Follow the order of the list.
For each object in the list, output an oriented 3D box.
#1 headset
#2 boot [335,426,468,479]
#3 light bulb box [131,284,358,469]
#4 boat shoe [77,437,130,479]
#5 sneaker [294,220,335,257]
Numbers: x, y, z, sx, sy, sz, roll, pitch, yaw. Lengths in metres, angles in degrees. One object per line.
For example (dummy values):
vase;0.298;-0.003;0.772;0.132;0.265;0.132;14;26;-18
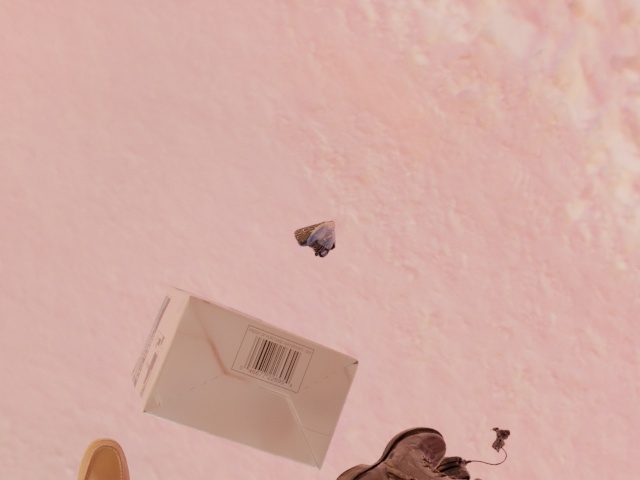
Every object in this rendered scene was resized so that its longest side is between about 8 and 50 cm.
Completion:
headset;0.436;0.729;2.018;0.394;0.243;0.185;-37;150;-30
boot;0.169;0.355;0.963;0.263;0.229;0.091;-17;97;-43
light bulb box;-0.170;0.262;1.369;0.358;0.361;0.225;24;82;-17
boat shoe;-0.499;0.633;1.552;0.122;0.110;0.340;2;80;-20
sneaker;0.000;0.000;1.415;0.064;0.162;0.073;-16;89;24
